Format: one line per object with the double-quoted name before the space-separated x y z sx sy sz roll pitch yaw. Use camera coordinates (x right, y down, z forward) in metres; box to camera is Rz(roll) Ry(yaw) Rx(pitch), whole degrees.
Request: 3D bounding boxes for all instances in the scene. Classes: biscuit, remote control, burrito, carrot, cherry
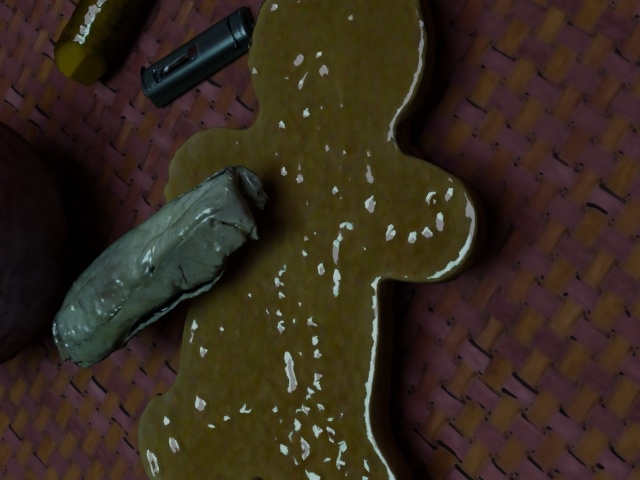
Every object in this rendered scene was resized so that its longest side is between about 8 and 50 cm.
"biscuit" 0.000 0.000 0.667 0.216 0.047 0.340 7 91 33
"remote control" -0.080 -0.118 0.744 0.091 0.016 0.034 -27 69 29
"burrito" -0.101 0.022 0.680 0.188 0.045 0.058 -34 45 30
"carrot" -0.121 -0.179 0.763 0.042 0.042 0.171 43 107 27
"cherry" -0.275 0.000 0.731 0.192 0.249 0.175 -28 64 28
